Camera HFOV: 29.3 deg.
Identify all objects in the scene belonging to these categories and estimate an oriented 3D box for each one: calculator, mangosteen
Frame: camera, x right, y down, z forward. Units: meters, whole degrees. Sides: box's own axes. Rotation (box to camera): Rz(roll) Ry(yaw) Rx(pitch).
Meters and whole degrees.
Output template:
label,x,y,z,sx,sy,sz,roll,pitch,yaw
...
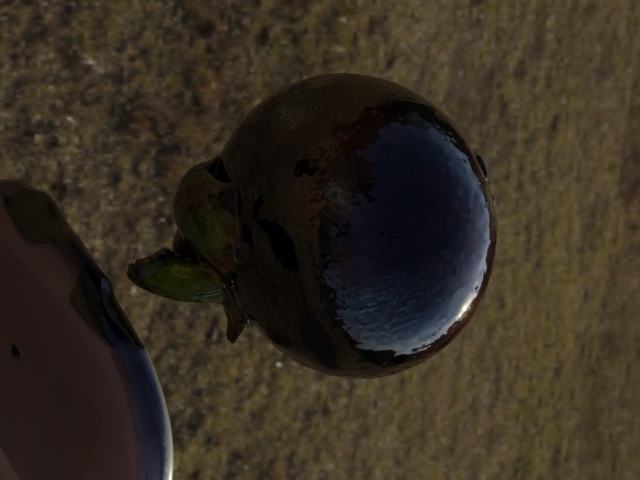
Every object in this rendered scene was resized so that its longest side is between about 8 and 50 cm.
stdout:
label,x,y,z,sx,sy,sz,roll,pitch,yaw
calculator,-0.102,0.039,0.425,0.024,0.166,0.103,-10,135,-43
mangosteen,0.000,0.000,1.207,0.359,0.306,0.306,-24,121,-17
